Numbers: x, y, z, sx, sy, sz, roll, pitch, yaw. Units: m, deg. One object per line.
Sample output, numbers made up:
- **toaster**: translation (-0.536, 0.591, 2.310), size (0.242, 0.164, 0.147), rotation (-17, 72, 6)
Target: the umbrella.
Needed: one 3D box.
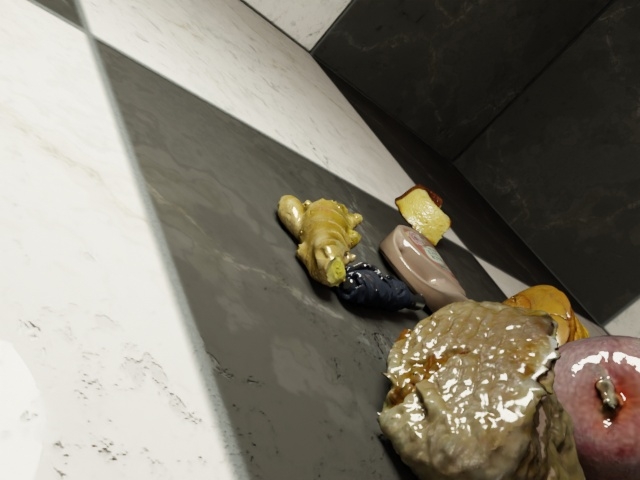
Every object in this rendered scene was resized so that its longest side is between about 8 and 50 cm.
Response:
- **umbrella**: translation (0.113, 0.084, 0.974), size (0.248, 0.071, 0.071), rotation (19, 31, -48)

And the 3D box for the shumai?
- **shumai**: translation (0.218, 0.246, 0.779), size (0.346, 0.217, 0.283), rotation (-63, 138, -60)

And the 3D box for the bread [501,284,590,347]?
- **bread**: translation (0.405, 0.191, 1.148), size (0.142, 0.195, 0.269), rotation (48, 25, -13)

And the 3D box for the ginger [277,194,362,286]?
- **ginger**: translation (0.010, -0.004, 0.923), size (0.115, 0.081, 0.205), rotation (15, 32, -35)

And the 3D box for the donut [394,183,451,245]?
- **donut**: translation (0.285, -0.087, 1.662), size (0.141, 0.085, 0.217), rotation (36, 22, -23)

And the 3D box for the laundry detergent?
- **laundry detergent**: translation (0.204, 0.075, 1.171), size (0.171, 0.076, 0.237), rotation (23, 30, -44)

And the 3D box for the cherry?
- **cherry**: translation (0.454, 0.255, 0.916), size (0.307, 0.261, 0.221), rotation (12, 77, -57)
